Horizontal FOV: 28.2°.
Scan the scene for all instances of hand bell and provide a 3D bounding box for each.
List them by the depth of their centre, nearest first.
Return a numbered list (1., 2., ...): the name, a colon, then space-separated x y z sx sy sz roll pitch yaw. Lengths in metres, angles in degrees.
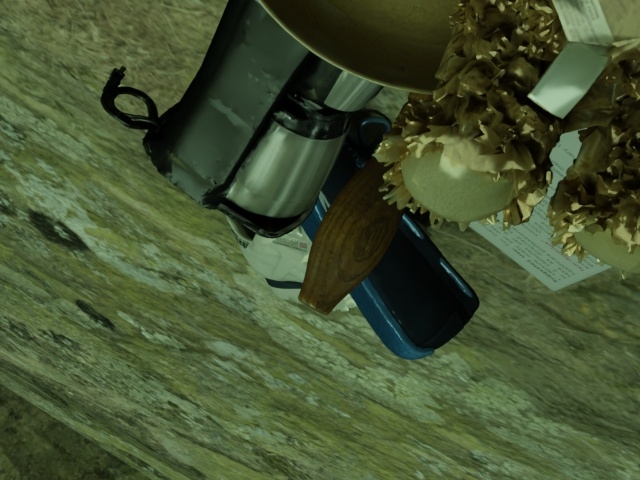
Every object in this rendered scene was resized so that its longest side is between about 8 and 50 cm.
1. hand bell: 0.056 -0.068 0.698 0.126 0.242 0.126 29 175 3

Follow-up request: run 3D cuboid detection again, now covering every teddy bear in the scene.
1. teddy bear: 0.142 -0.131 0.557 0.245 0.113 0.338 5 121 12

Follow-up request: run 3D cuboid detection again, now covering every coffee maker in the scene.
1. coffee maker: -0.044 -0.111 0.854 0.171 0.120 0.178 18 133 -16

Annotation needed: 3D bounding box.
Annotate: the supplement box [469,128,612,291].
1. supplement box: 0.176 -0.064 0.755 0.114 0.111 0.220 36 155 -7

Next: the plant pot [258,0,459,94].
1. plant pot: 0.063 -0.187 0.607 0.236 0.032 0.236 3 114 7

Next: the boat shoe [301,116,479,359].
1. boat shoe: 0.031 -0.030 1.011 0.258 0.089 0.109 59 167 -4

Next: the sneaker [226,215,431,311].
1. sneaker: 0.000 0.000 1.129 0.235 0.090 0.095 -6 126 53
